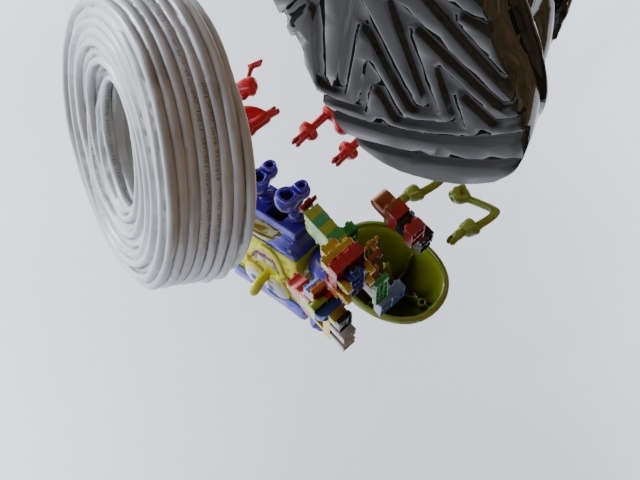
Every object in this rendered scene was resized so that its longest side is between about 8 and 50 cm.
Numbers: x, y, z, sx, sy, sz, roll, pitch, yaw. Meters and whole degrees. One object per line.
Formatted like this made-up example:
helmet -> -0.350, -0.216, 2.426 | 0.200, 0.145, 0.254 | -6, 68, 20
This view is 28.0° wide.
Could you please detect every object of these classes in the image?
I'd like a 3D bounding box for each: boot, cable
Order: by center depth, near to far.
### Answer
boot -> 0.061, -0.220, 0.537 | 0.260, 0.131, 0.348 | -62, -25, -26
cable -> -0.136, -0.087, 1.056 | 0.089, 0.257, 0.257 | -13, -95, -23

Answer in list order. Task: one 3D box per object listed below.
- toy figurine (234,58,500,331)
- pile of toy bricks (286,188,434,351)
toy figurine -> 0.000, 0.000, 1.378 | 0.191, 0.362, 0.217 | -46, -25, -29
pile of toy bricks -> 0.019, 0.007, 1.128 | 0.118, 0.212, 0.105 | -41, -104, -13
